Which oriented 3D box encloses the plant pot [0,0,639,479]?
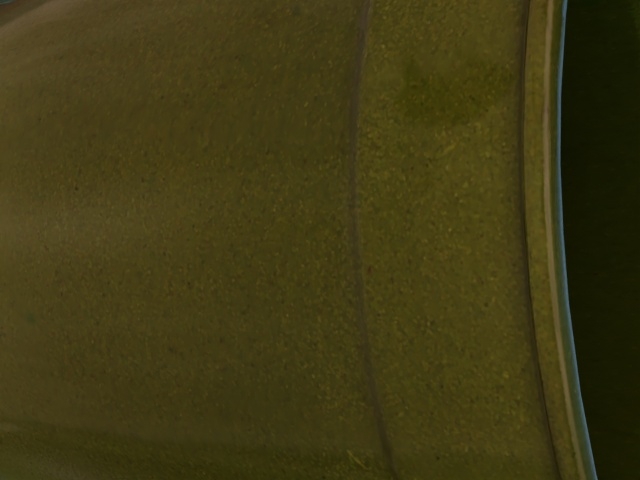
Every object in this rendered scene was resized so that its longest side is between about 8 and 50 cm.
[{"bbox_3d":[0.000,0.000,0.763,0.353,0.366,0.366,-3,-117,28],"label":"plant pot"}]
